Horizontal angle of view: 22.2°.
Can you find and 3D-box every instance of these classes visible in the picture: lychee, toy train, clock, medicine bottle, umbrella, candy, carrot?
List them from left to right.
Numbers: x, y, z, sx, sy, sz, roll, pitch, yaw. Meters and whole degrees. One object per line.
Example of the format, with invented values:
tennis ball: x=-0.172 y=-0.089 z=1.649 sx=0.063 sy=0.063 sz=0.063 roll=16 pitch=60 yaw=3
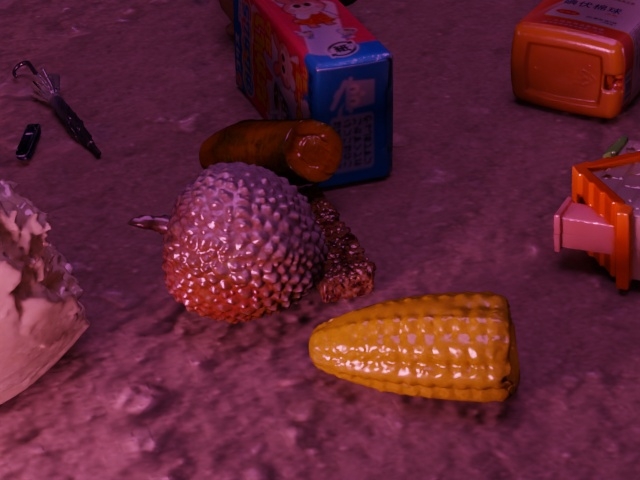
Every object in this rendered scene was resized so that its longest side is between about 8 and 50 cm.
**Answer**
toy train: x=-0.349 y=-0.114 z=1.944 sx=0.017 sy=0.017 sz=0.083 roll=-2 pitch=31 yaw=4
umbrella: x=-0.321 y=-0.174 z=2.021 sx=0.044 sy=0.044 sz=0.269 roll=-40 pitch=43 yaw=-8
lychee: x=-0.089 y=0.000 z=1.608 sx=0.197 sy=0.165 sz=0.165 roll=17 pitch=34 yaw=7
carrot: x=-0.060 y=-0.097 z=1.813 sx=0.173 sy=0.082 sz=0.082 roll=-4 pitch=21 yaw=46
candy: x=-0.014 y=-0.202 z=1.941 sx=0.100 sy=0.157 sz=0.306 roll=-12 pitch=33 yaw=-16
candy: x=0.085 y=0.097 z=1.515 sx=0.198 sy=0.094 sz=0.106 roll=0 pitch=37 yaw=14
medicine bottle: x=0.347 y=-0.252 z=2.051 sx=0.149 sy=0.112 sz=0.222 roll=15 pitch=35 yaw=25
clock: x=0.384 y=-0.018 z=1.687 sx=0.255 sy=0.106 sz=0.220 roll=10 pitch=32 yaw=26

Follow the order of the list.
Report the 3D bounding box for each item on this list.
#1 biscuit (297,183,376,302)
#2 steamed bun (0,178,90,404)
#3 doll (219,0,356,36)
biscuit: x=0.000 y=0.000 z=1.726 sx=0.064 sy=0.034 sz=0.199 roll=-10 pitch=33 yaw=-16
steamed bun: x=-0.354 y=0.035 z=1.523 sx=0.290 sy=0.274 sz=0.272 roll=32 pitch=1 yaw=38
doll: x=-0.060 y=-0.379 z=2.238 sx=0.235 sy=0.174 sz=0.330 roll=27 pitch=32 yaw=-12
